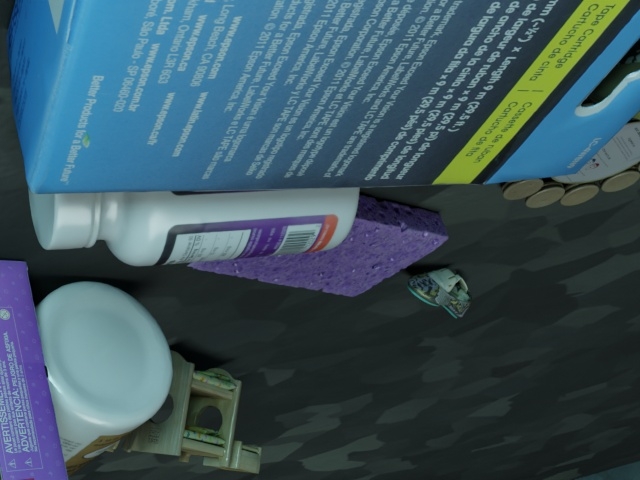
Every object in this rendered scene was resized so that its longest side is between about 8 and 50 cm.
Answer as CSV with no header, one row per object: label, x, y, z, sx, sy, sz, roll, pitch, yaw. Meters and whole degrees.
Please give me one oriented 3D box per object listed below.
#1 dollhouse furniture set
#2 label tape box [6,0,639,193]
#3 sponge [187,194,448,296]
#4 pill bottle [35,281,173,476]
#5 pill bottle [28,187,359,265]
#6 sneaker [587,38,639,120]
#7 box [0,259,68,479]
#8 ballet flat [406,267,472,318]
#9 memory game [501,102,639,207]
dollhouse furniture set,-0.167,0.179,1.283,0.161,0.101,0.182,2,165,24
label tape box,0.033,-0.132,0.624,0.348,0.115,0.249,-4,154,-24
sponge,0.000,0.000,1.017,0.117,0.031,0.210,-32,151,33
pill bottle,-0.240,0.140,1.051,0.131,0.131,0.229,6,149,-41
pill bottle,-0.082,-0.040,0.775,0.194,0.108,0.108,-4,154,-25
sneaker,0.275,-0.215,0.632,0.182,0.158,0.410,35,132,-26
box,-0.308,0.168,0.982,0.057,0.201,0.293,4,149,-41
ballet flat,0.121,0.047,1.204,0.041,0.041,0.114,-25,156,20
memory game,0.237,-0.076,1.021,0.186,0.012,0.186,-13,156,-6
